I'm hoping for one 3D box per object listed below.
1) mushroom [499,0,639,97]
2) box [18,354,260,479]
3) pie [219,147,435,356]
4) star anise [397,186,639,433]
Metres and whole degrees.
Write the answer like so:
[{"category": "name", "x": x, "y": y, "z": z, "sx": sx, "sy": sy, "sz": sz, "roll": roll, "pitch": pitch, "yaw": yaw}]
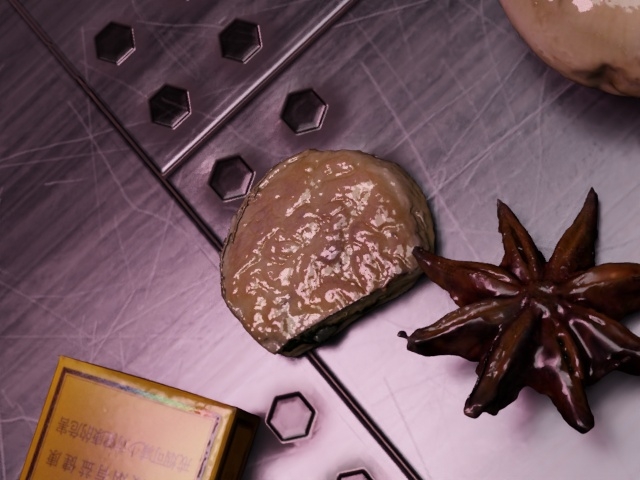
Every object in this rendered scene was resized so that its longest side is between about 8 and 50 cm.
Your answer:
[{"category": "mushroom", "x": 0.309, "y": -0.310, "z": 1.443, "sx": 0.315, "sy": 0.315, "sz": 0.356, "roll": 12, "pitch": 115, "yaw": 19}, {"category": "box", "x": -0.199, "y": 0.279, "z": 1.529, "sx": 0.192, "sy": 0.084, "sz": 0.301, "roll": 14, "pitch": 81, "yaw": 19}, {"category": "pie", "x": -0.001, "y": -0.001, "z": 1.558, "sx": 0.218, "sy": 0.052, "sz": 0.185, "roll": -29, "pitch": 72, "yaw": 10}, {"category": "star anise", "x": 0.203, "y": 0.074, "z": 1.462, "sx": 0.272, "sy": 0.102, "sz": 0.272, "roll": -5, "pitch": 50, "yaw": 6}]
